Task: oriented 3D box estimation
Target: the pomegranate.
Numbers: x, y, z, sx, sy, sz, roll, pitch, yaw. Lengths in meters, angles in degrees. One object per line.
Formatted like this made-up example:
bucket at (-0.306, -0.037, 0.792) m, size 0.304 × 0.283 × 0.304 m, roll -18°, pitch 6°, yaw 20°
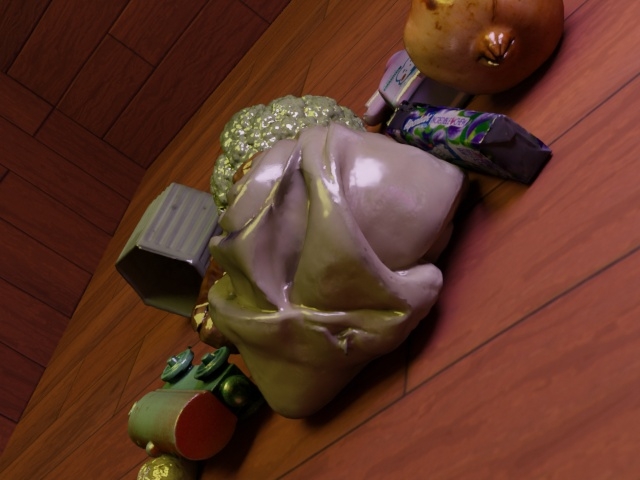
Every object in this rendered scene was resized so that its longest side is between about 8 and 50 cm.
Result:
pomegranate at (0.215, -0.292, 1.095) m, size 0.209 × 0.209 × 0.209 m, roll -46°, pitch 21°, yaw 23°

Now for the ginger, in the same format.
ginger at (-0.092, 0.023, 1.289) m, size 0.165 × 0.172 × 0.321 m, roll 23°, pitch 101°, yaw 45°

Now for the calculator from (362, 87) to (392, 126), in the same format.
calculator at (0.135, -0.272, 1.437) m, size 0.175 × 0.032 × 0.100 m, roll -50°, pitch -8°, yaw 14°

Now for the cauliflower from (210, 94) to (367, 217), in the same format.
cauliflower at (-0.052, -0.109, 1.456) m, size 0.250 × 0.275 × 0.272 m, roll 65°, pitch -154°, yaw -72°

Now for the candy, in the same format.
candy at (0.178, -0.131, 1.061) m, size 0.061 × 0.088 × 0.312 m, roll -59°, pitch 19°, yaw 2°

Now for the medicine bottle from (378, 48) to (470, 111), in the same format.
medicine bottle at (0.158, -0.247, 1.294) m, size 0.119 × 0.094 × 0.188 m, roll -50°, pitch 20°, yaw 11°

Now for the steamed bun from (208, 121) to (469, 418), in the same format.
steamed bun at (-0.004, 0.000, 1.029) m, size 0.368 × 0.255 × 0.342 m, roll -41°, pitch 21°, yaw 32°

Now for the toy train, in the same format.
toy train at (-0.194, 0.251, 1.226) m, size 0.177 × 0.116 × 0.285 m, roll -49°, pitch 16°, yaw -26°

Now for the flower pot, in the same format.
flower pot at (-0.283, 0.022, 1.717) m, size 0.239 × 0.209 × 0.189 m, roll -35°, pitch 26°, yaw 48°

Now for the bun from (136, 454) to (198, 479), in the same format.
bun at (-0.239, 0.363, 1.251) m, size 0.115 × 0.069 × 0.115 m, roll -45°, pitch 20°, yaw 22°
